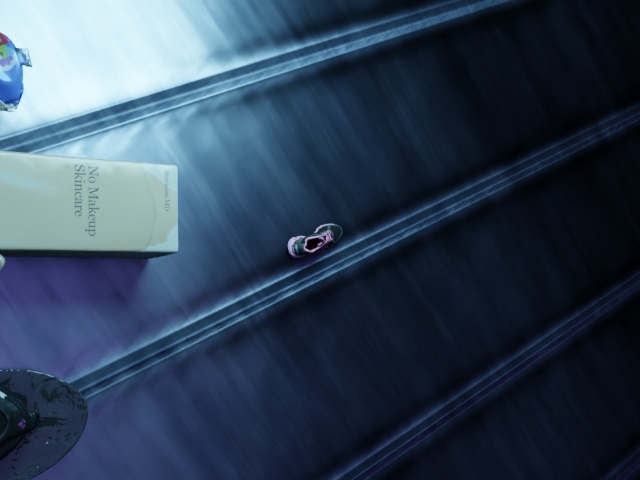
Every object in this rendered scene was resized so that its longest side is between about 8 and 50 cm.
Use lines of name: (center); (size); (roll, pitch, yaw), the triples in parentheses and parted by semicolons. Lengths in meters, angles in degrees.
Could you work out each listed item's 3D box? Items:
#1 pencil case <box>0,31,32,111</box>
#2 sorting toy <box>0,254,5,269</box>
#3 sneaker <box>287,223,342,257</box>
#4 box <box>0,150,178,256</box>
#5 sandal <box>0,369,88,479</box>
pencil case: (-0.546, -0.198, 1.118); (0.306, 0.119, 0.133); (-28, 76, -41)
sorting toy: (-0.575, 0.053, 1.045); (0.255, 0.089, 0.257); (36, 88, -12)
sneaker: (0.000, 0.000, 1.523); (0.119, 0.057, 0.047); (-25, 97, -34)
box: (-0.378, -0.048, 1.240); (0.311, 0.121, 0.148); (0, 85, -33)
sandal: (-0.530, 0.259, 1.118); (0.446, 0.107, 0.167); (6, 82, -32)
